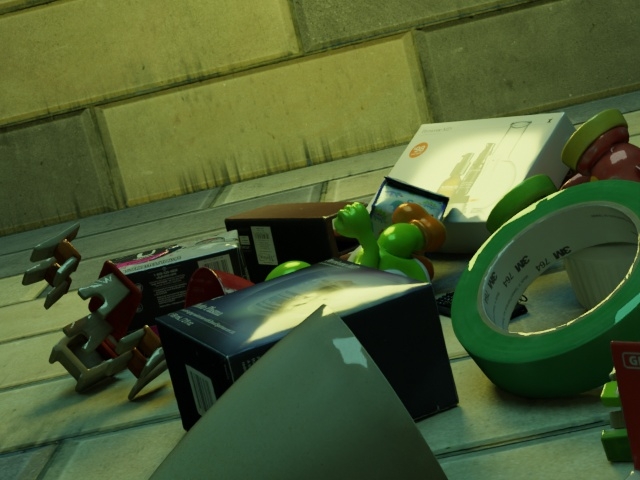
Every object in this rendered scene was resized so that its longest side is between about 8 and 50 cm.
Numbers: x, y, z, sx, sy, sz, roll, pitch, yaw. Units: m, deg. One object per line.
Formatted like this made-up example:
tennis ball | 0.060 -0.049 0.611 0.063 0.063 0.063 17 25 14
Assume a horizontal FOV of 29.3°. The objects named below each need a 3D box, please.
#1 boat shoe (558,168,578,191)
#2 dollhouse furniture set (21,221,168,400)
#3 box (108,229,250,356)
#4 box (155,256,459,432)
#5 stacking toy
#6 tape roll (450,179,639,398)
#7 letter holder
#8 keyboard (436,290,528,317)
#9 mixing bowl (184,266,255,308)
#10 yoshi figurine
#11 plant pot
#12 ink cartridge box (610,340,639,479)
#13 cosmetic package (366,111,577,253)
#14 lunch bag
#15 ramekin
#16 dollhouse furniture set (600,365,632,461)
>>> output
boat shoe | 0.492 -0.109 2.365 0.342 0.123 0.123 -11 13 14
dollhouse furniture set | -0.346 0.126 1.978 0.135 0.262 0.259 -37 -12 -38
box | -0.248 0.093 2.185 0.247 0.163 0.142 -14 14 -2
box | -0.026 0.157 1.635 0.294 0.182 0.296 -18 13 -23
stacking toy | 0.431 -0.043 2.022 0.279 0.130 0.309 -38 -26 0
tape roll | 0.327 0.059 1.596 0.321 0.077 0.321 -28 30 18
letter holder | 0.000 0.000 2.365 0.214 0.152 0.302 -22 15 -39
keyboard | 0.251 0.092 1.947 0.100 0.038 0.192 -20 15 -25
mixing bowl | -0.137 0.129 1.936 0.098 0.181 0.181 -3 6 -30
yoshi figurine | 0.038 0.057 2.027 0.203 0.203 0.362 -24 5 44
plant pot | -0.041 0.244 1.215 0.274 0.256 0.256 -33 15 -6
ink cartridge box | 0.342 0.200 0.908 0.275 0.238 0.060 -2 18 43
cosmetic package | 0.286 -0.109 2.377 0.377 0.097 0.284 0 46 49
lunch bag | 0.161 -0.056 2.219 0.129 0.096 0.151 20 35 6
ramekin | 0.484 0.023 1.790 0.273 0.127 0.273 -13 13 3
dollhouse furniture set | 0.354 0.182 1.359 0.059 0.076 0.151 -10 23 28
